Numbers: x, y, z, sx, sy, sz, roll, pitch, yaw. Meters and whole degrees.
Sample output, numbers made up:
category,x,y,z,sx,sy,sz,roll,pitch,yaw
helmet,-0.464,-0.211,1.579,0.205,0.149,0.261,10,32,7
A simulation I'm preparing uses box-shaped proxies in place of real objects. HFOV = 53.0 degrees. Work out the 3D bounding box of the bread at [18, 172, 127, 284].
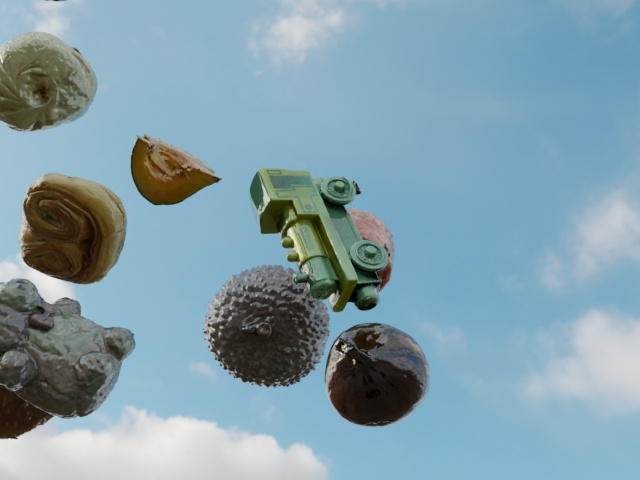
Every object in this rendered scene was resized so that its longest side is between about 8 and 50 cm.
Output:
category,x,y,z,sx,sy,sz,roll,pitch,yaw
bread,-0.482,-0.024,1.259,0.198,0.120,0.236,20,-57,-9

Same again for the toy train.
category,x,y,z,sx,sy,sz,roll,pitch,yaw
toy train,0.000,0.000,1.394,0.237,0.369,0.150,-3,-42,-24

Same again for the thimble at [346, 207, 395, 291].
category,x,y,z,sx,sy,sz,roll,pitch,yaw
thimble,0.074,0.040,1.686,0.239,0.162,0.239,3,-57,5

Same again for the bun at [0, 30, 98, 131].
category,x,y,z,sx,sy,sz,roll,pitch,yaw
bun,-0.633,-0.354,1.482,0.153,0.244,0.244,38,-22,51

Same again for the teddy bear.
category,x,y,z,sx,sy,sz,roll,pitch,yaw
teddy bear,-0.422,0.150,0.956,0.267,0.236,0.151,39,-76,-7

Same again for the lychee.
category,x,y,z,sx,sy,sz,roll,pitch,yaw
lychee,-0.157,0.251,1.935,0.380,0.432,0.380,0,-91,3

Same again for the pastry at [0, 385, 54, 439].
category,x,y,z,sx,sy,sz,roll,pitch,yaw
pastry,-0.559,0.274,1.173,0.093,0.182,0.192,27,-22,33

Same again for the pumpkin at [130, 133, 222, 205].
category,x,y,z,sx,sy,sz,roll,pitch,yaw
pumpkin,-0.408,-0.174,1.676,0.254,0.130,0.149,24,-82,-39

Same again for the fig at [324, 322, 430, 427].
category,x,y,z,sx,sy,sz,roll,pitch,yaw
fig,0.119,0.294,1.407,0.235,0.235,0.214,19,-12,-1
